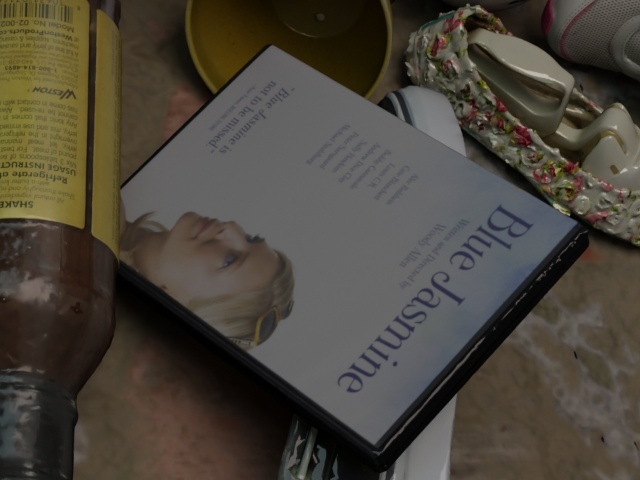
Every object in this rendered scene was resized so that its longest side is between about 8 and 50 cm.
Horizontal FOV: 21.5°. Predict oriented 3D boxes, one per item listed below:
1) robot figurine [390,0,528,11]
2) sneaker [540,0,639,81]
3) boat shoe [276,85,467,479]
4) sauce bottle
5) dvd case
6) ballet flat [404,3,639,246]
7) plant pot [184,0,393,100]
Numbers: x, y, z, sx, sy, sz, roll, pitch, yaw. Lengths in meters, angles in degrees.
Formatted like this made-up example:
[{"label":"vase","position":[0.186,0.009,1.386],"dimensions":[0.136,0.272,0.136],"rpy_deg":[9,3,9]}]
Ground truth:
[{"label":"robot figurine","position":[0.077,-0.287,1.187],"dimensions":[0.278,0.209,0.173],"rpy_deg":[43,31,1]},{"label":"sneaker","position":[0.286,-0.139,1.222],"dimensions":[0.252,0.103,0.111],"rpy_deg":[5,50,-5]},{"label":"boat shoe","position":[0.022,0.038,1.006],"dimensions":[0.119,0.121,0.335],"rpy_deg":[6,53,-3]},{"label":"sauce bottle","position":[-0.167,0.001,0.936],"dimensions":[0.111,0.111,0.344],"rpy_deg":[11,58,-22]},{"label":"dvd case","position":[0.000,0.000,0.968],"dimensions":[0.253,0.022,0.180],"rpy_deg":[33,69,31]},{"label":"ballet flat","position":[0.166,-0.079,1.173],"dimensions":[0.241,0.077,0.091],"rpy_deg":[33,53,-8]},{"label":"plant pot","position":[-0.012,-0.151,1.103],"dimensions":[0.134,0.134,0.095],"rpy_deg":[35,28,-6]}]
